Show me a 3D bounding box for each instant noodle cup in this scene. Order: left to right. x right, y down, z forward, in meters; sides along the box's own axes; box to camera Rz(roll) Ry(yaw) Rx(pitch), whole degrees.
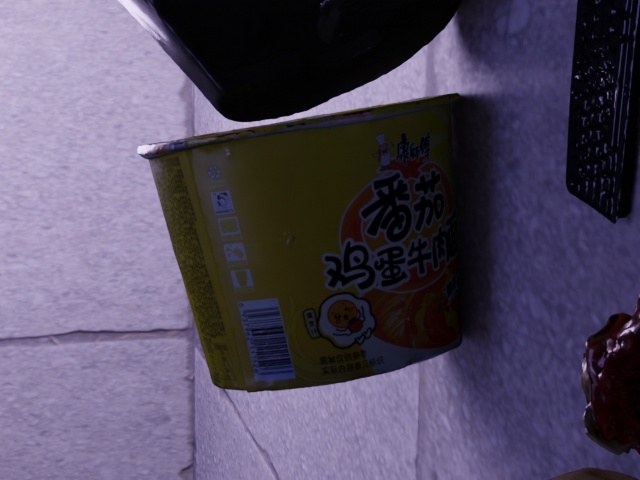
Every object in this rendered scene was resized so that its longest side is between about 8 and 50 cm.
[{"bbox_3d":[0.000,0.000,1.198,0.264,0.264,0.200,-172,71,-77],"label":"instant noodle cup"}]

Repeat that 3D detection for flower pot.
[{"bbox_3d":[-0.025,-0.252,1.176,0.251,0.379,0.379,62,160,12],"label":"flower pot"}]

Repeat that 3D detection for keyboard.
[{"bbox_3d":[0.172,-0.140,0.897,0.087,0.017,0.250,-128,37,-66],"label":"keyboard"}]

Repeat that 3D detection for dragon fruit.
[{"bbox_3d":[0.174,0.046,0.725,0.083,0.106,0.162,-105,16,-47],"label":"dragon fruit"}]

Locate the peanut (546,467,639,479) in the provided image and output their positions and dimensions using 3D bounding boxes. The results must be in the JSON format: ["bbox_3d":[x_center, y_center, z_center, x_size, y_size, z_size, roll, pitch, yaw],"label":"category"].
[{"bbox_3d":[0.132,0.206,0.852,0.313,0.149,0.149,128,139,-71],"label":"peanut"}]
